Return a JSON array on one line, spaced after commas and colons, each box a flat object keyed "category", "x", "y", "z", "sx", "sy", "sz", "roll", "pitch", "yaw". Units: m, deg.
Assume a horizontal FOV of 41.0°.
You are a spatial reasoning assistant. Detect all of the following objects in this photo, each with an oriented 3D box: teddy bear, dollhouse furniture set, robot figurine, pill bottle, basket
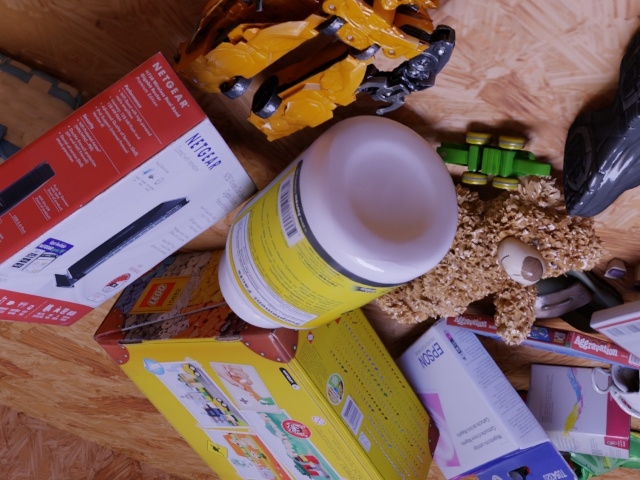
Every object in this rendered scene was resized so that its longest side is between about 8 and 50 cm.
[{"category": "teddy bear", "x": 0.177, "y": 0.025, "z": 1.080, "sx": 0.338, "sy": 0.113, "sz": 0.245, "roll": 4, "pitch": 117, "yaw": 37}, {"category": "dollhouse furniture set", "x": 0.439, "y": 0.056, "z": 1.112, "sx": 0.091, "sy": 0.081, "sz": 0.114, "roll": 16, "pitch": 153, "yaw": -8}, {"category": "robot figurine", "x": -0.013, "y": -0.193, "z": 0.817, "sx": 0.211, "sy": 0.085, "sz": 0.291, "roll": 29, "pitch": 150, "yaw": -31}, {"category": "pill bottle", "x": 0.000, "y": 0.000, "z": 1.030, "sx": 0.188, "sy": 0.188, "sz": 0.334, "roll": 23, "pitch": 153, "yaw": -19}, {"category": "basket", "x": -0.400, "y": -0.060, "z": 1.017, "sx": 0.201, "sy": 0.289, "sz": 0.255, "roll": 28, "pitch": 154, "yaw": -10}]

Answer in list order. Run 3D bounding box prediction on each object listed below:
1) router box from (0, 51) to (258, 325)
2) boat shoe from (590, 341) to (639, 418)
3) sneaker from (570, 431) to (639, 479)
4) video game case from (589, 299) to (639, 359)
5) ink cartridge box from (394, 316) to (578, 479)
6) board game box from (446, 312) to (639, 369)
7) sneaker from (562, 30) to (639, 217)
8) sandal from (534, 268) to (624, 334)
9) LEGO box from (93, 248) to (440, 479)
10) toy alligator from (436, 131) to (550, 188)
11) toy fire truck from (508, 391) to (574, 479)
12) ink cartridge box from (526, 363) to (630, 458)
[{"category": "router box", "x": -0.232, "y": -0.031, "z": 0.922, "sx": 0.082, "sy": 0.301, "sz": 0.335, "roll": 54, "pitch": 179, "yaw": 9}, {"category": "boat shoe", "x": 0.502, "y": 0.209, "z": 1.328, "sx": 0.156, "sy": 0.136, "sz": 0.367, "roll": 4, "pitch": 149, "yaw": 16}, {"category": "sneaker", "x": 0.568, "y": 0.449, "z": 1.783, "sx": 0.295, "sy": 0.123, "sz": 0.109, "roll": 11, "pitch": 153, "yaw": 3}, {"category": "video game case", "x": 0.524, "y": 0.152, "z": 1.106, "sx": 0.285, "sy": 0.025, "sz": 0.204, "roll": 33, "pitch": 151, "yaw": -17}, {"category": "ink cartridge box", "x": 0.257, "y": 0.320, "z": 1.506, "sx": 0.071, "sy": 0.330, "sz": 0.324, "roll": -27, "pitch": 164, "yaw": -23}, {"category": "board game box", "x": 0.329, "y": 0.147, "z": 1.283, "sx": 0.145, "sy": 0.027, "sz": 0.281, "roll": 19, "pitch": 173, "yaw": -26}, {"category": "sneaker", "x": 0.328, "y": -0.098, "z": 0.841, "sx": 0.130, "sy": 0.109, "sz": 0.286, "roll": 8, "pitch": 156, "yaw": -5}, {"category": "sandal", "x": 0.326, "y": 0.079, "z": 1.201, "sx": 0.302, "sy": 0.086, "sz": 0.120, "roll": 28, "pitch": 150, "yaw": -28}, {"category": "LEGO box", "x": -0.074, "y": 0.254, "z": 1.452, "sx": 0.372, "sy": 0.193, "sz": 0.500, "roll": -6, "pitch": 131, "yaw": 34}, {"category": "toy alligator", "x": 0.176, "y": -0.095, "z": 0.972, "sx": 0.189, "sy": 0.056, "sz": 0.051, "roll": 13, "pitch": -166, "yaw": 33}, {"category": "toy fire truck", "x": 0.467, "y": 0.408, "z": 1.673, "sx": 0.246, "sy": 0.217, "sz": 0.158, "roll": -12, "pitch": 149, "yaw": 14}, {"category": "ink cartridge box", "x": 0.467, "y": 0.307, "z": 1.543, "sx": 0.176, "sy": 0.127, "sz": 0.128, "roll": 2, "pitch": 152, "yaw": 21}]
